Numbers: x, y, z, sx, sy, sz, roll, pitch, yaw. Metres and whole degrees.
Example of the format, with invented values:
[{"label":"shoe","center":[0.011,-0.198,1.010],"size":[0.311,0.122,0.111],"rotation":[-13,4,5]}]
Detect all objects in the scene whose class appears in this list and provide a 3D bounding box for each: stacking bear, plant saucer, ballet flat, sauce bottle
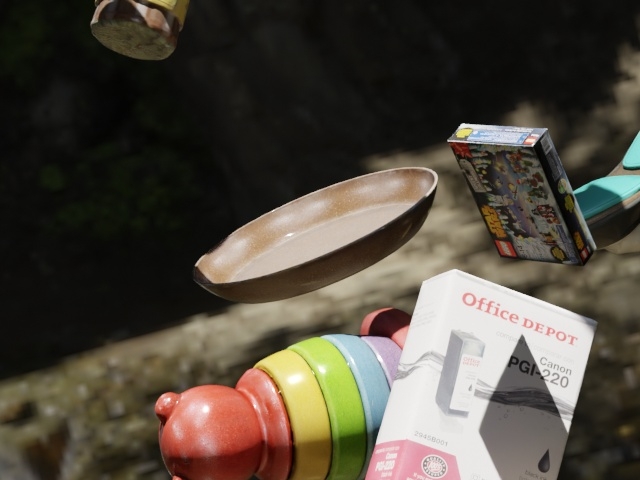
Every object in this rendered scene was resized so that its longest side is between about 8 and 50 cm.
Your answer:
[{"label":"stacking bear","center":[-0.025,0.180,1.998],"size":[0.289,0.175,0.164],"rotation":[-12,-1,-23]},{"label":"plant saucer","center":[0.000,0.000,2.329],"size":[0.311,0.050,0.310],"rotation":[-21,13,5]},{"label":"ballet flat","center":[0.344,-0.047,2.141],"size":[0.280,0.096,0.095],"rotation":[-39,22,-31]},{"label":"sauce bottle","center":[-0.187,-0.392,2.380],"size":[0.111,0.344,0.111],"rotation":[10,-17,3]}]

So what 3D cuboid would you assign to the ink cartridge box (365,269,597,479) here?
[{"label":"ink cartridge box","center":[0.151,0.155,1.860],"size":[0.159,0.217,0.092],"rotation":[20,-17,-13]}]

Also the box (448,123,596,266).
[{"label":"box","center":[0.177,-0.040,1.739],"size":[0.094,0.137,0.027],"rotation":[6,44,43]}]
